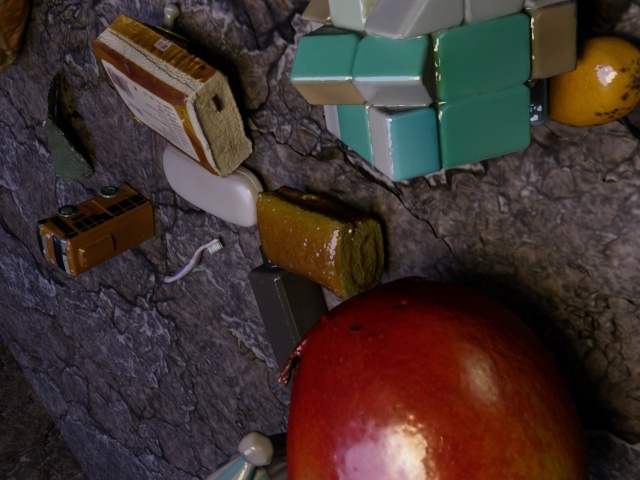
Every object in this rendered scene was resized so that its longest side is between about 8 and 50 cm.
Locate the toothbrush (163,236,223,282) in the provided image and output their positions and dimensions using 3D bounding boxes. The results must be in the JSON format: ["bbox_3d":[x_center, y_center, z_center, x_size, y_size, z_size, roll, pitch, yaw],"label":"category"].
[{"bbox_3d":[-0.242,0.042,1.428,0.269,0.021,0.027,-31,84,55],"label":"toothbrush"}]

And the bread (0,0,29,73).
[{"bbox_3d":[-0.755,-0.458,1.408,0.279,0.371,0.390,60,141,8],"label":"bread"}]

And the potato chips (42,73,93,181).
[{"bbox_3d":[-0.534,-0.224,1.567,0.167,0.059,0.228,16,126,56],"label":"potato chips"}]

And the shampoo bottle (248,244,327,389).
[{"bbox_3d":[-0.040,0.115,1.185,0.079,0.080,0.246,3,116,48],"label":"shampoo bottle"}]

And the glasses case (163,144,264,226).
[{"bbox_3d":[-0.173,-0.092,1.219,0.233,0.059,0.092,25,130,40],"label":"glasses case"}]

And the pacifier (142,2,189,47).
[{"bbox_3d":[-0.224,-0.321,1.141,0.083,0.068,0.064,27,99,46],"label":"pacifier"}]

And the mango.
[{"bbox_3d":[0.243,-0.141,0.688,0.079,0.057,0.114,57,149,-9],"label":"mango"}]

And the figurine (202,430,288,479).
[{"bbox_3d":[-0.060,0.421,1.170,0.266,0.378,0.361,47,143,18],"label":"figurine"}]

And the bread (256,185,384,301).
[{"bbox_3d":[0.000,0.000,1.036,0.172,0.103,0.132,21,129,43],"label":"bread"}]

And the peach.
[{"bbox_3d":[0.113,0.220,0.847,0.370,0.370,0.370,29,134,36],"label":"peach"}]

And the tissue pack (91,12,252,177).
[{"bbox_3d":[-0.217,-0.209,1.124,0.226,0.092,0.183,32,161,29],"label":"tissue pack"}]

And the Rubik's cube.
[{"bbox_3d":[0.087,-0.191,0.677,0.224,0.265,0.212,-132,29,-59],"label":"Rubik's cube"}]

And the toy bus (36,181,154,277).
[{"bbox_3d":[-0.424,-0.018,1.452,0.114,0.201,0.098,33,136,29],"label":"toy bus"}]
